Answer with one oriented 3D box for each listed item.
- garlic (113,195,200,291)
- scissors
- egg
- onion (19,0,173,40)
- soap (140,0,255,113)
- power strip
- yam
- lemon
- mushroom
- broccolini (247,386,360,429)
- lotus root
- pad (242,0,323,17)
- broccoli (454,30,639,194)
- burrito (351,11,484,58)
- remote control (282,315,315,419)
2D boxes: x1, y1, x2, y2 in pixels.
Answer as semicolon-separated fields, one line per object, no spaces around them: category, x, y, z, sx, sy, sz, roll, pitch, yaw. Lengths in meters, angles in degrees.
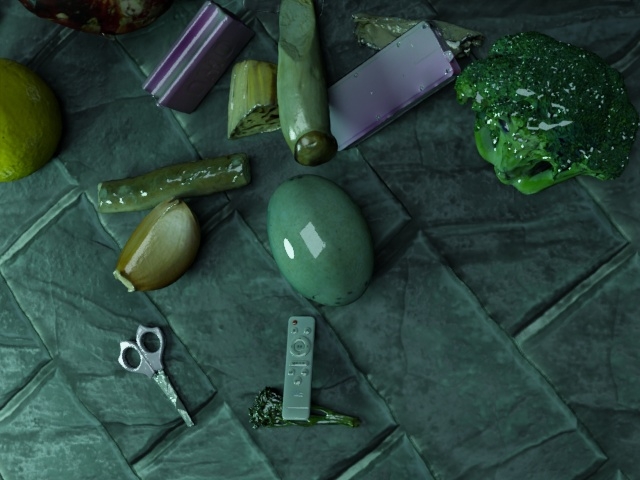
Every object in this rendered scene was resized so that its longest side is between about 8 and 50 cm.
garlic;-0.288;-0.006;1.627;0.207;0.128;0.115;-57;41;17
scissors;-0.302;0.262;1.681;0.110;0.021;0.212;-38;79;17
egg;0.000;0.000;1.504;0.169;0.169;0.237;-26;80;16
onion;-0.411;-0.554;1.586;0.348;0.347;0.385;-42;43;14
soap;-0.218;-0.326;1.598;0.065;0.122;0.203;45;104;13
power strip;0.107;-0.259;1.505;0.279;0.037;0.109;-31;80;31
yam;-0.274;-0.103;1.645;0.317;0.067;0.071;-10;62;17
lemon;-0.626;-0.230;1.679;0.240;0.219;0.241;-1;87;14
mushroom;-0.031;-0.281;1.508;0.087;0.107;0.333;-10;73;12
broccolini;-0.031;0.307;1.574;0.201;0.058;0.074;4;99;19
lotus root;-0.104;-0.255;1.585;0.159;0.095;0.135;-8;81;58
pad;-0.063;-0.465;1.609;0.157;0.003;0.112;11;93;18
broccoli;0.351;-0.196;1.382;0.294;0.265;0.245;54;139;17
burrito;0.163;-0.347;1.511;0.229;0.058;0.063;12;89;15
remote control;-0.036;0.225;1.573;0.049;0.027;0.184;0;72;12
